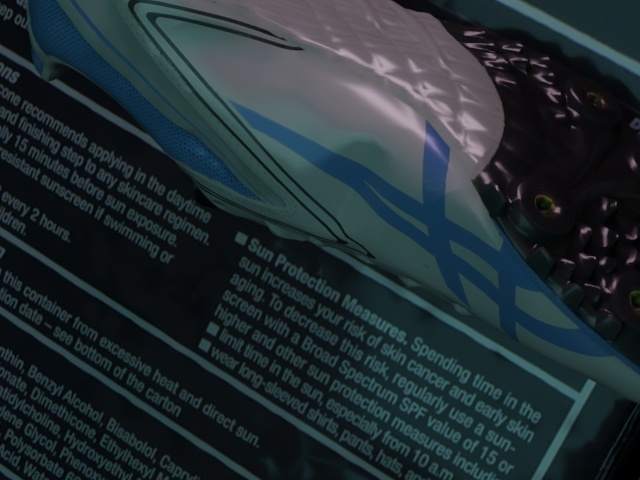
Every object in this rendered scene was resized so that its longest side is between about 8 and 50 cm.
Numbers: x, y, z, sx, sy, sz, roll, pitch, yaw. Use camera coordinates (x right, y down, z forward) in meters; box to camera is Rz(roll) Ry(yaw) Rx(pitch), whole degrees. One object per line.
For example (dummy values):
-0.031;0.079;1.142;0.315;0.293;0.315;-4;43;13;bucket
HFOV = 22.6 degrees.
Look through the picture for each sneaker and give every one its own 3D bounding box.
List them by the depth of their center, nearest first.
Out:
0.016;-0.025;0.469;0.237;0.085;0.086;35;133;12;sneaker

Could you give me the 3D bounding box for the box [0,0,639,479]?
0.000;0.000;0.610;0.296;0.183;0.294;32;107;16;box
